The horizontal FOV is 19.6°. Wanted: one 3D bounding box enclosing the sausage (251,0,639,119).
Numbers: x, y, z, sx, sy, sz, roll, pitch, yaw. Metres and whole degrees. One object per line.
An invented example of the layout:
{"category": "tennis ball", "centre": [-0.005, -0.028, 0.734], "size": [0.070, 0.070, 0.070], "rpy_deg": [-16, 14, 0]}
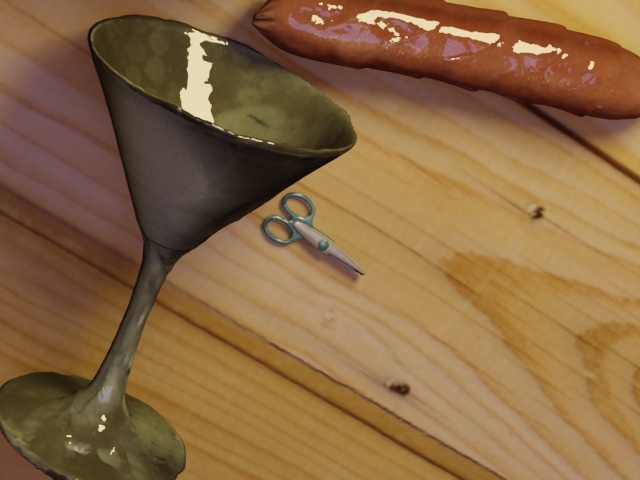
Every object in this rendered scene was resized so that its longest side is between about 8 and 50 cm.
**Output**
{"category": "sausage", "centre": [0.144, -0.186, 1.803], "size": [0.433, 0.088, 0.088], "rpy_deg": [10, 109, -15]}

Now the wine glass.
{"category": "wine glass", "centre": [-0.154, 0.022, 1.755], "size": [0.267, 0.267, 0.406], "rpy_deg": [16, 113, -15]}

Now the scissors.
{"category": "scissors", "centre": [0.000, 0.000, 1.889], "size": [0.119, 0.014, 0.058], "rpy_deg": [35, 103, -17]}
